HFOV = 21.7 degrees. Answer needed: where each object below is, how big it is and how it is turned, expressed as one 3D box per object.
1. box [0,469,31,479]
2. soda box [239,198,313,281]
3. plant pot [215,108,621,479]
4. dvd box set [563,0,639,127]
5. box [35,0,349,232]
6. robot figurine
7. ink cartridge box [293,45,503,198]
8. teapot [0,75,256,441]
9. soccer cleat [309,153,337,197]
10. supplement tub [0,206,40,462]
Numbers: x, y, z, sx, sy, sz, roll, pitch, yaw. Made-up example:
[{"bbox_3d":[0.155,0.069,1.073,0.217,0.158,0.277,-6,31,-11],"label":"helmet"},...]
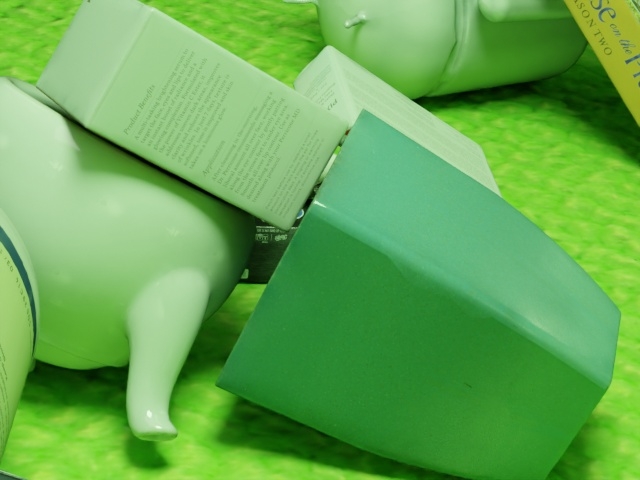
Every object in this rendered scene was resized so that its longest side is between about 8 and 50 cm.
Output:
[{"bbox_3d":[-0.243,0.226,0.665,0.294,0.296,0.183,14,29,15],"label":"box"},{"bbox_3d":[0.000,0.000,1.386,0.169,0.053,0.060,2,27,-8],"label":"soda box"},{"bbox_3d":[0.081,0.056,1.167,0.234,0.165,0.165,28,30,-2],"label":"plant pot"},{"bbox_3d":[0.305,-0.292,1.668,0.062,0.420,0.307,-26,12,32],"label":"dvd box set"},{"bbox_3d":[-0.090,-0.094,1.159,0.170,0.091,0.130,28,4,-29],"label":"box"},{"bbox_3d":[0.144,-0.255,1.731,0.353,0.199,0.300,-11,11,-29],"label":"robot figurine"},{"bbox_3d":[0.078,-0.054,1.412,0.189,0.066,0.232,31,26,-26],"label":"ink cartridge box"},{"bbox_3d":[-0.186,0.007,1.217,0.252,0.187,0.256,29,4,-8],"label":"teapot"},{"bbox_3d":[-0.026,-0.063,1.444,0.076,0.068,0.196,10,2,-6],"label":"soccer cleat"},{"bbox_3d":[-0.297,0.102,0.948,0.235,0.235,0.325,5,28,-2],"label":"supplement tub"}]
